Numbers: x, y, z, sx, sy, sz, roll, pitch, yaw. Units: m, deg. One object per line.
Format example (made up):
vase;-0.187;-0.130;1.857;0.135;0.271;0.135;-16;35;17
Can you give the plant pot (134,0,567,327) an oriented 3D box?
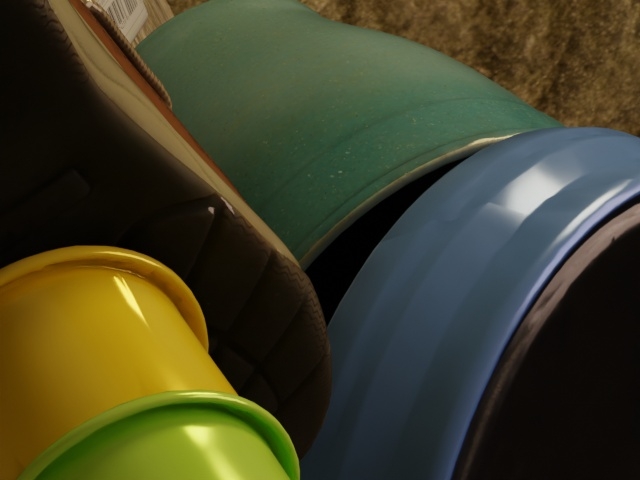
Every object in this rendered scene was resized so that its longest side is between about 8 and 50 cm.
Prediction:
plant pot;0.000;0.000;1.028;0.255;0.271;0.272;45;-12;42

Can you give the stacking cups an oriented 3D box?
stacking cups;-0.002;0.119;0.416;0.316;0.096;0.096;47;-12;47

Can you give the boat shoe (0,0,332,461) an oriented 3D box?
boat shoe;-0.090;-0.022;0.565;0.120;0.122;0.324;61;-1;39

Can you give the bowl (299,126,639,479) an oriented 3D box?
bowl;0.122;0.144;0.869;0.077;0.391;0.391;10;-41;39

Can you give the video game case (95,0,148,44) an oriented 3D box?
video game case;-0.153;-0.162;0.962;0.212;0.023;0.193;-72;145;-61
